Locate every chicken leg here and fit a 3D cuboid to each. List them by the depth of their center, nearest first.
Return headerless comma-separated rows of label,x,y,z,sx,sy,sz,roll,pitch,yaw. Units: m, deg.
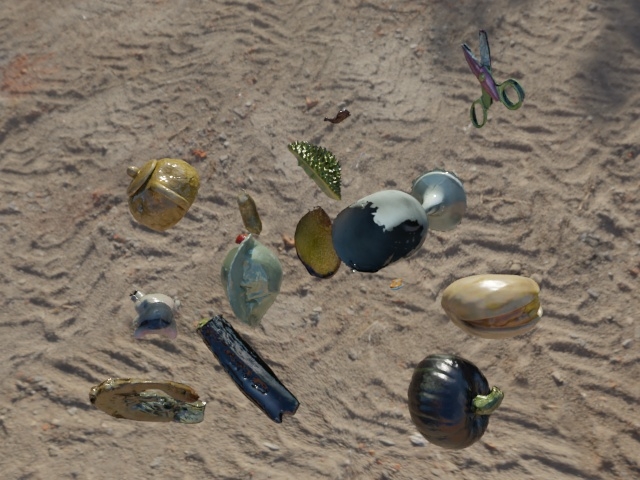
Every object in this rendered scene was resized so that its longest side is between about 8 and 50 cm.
chicken leg,0.050,-0.347,1.156,0.083,0.036,0.021,-11,63,36

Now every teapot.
teapot,-0.432,-0.138,1.074,0.203,0.167,0.311,-56,34,-6

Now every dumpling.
dumpling,-0.263,0.158,1.474,0.212,0.320,0.269,2,50,50

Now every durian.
durian,-0.031,-0.319,1.768,0.159,0.169,0.351,-19,56,-37

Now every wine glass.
wine glass,0.159,-0.041,0.776,0.143,0.143,0.321,40,41,22

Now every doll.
doll,-0.481,0.213,1.188,0.150,0.095,0.192,12,17,-28

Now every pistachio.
pistachio,0.555,0.208,1.344,0.309,0.230,0.229,-10,60,23

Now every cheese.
cheese,0.247,0.141,1.319,0.047,0.111,0.017,-9,98,17

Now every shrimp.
shrimp,-0.317,0.310,0.801,0.173,0.253,0.058,-38,44,30

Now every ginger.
ginger,-0.276,-0.110,1.575,0.069,0.189,0.095,-22,20,-19

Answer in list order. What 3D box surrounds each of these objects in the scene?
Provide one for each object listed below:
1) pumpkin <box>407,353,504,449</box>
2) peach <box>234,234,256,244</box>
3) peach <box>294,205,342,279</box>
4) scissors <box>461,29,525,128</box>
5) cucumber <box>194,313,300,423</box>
pumpkin,0.437,0.514,1.288,0.297,0.295,0.295,-2,62,3
peach,-0.302,0.001,1.663,0.084,0.077,0.050,15,98,17
peach,0.002,0.000,1.349,0.189,0.278,0.068,21,36,21
scissors,0.348,-0.343,0.855,0.020,0.134,0.187,-16,87,-28
cucumber,-0.074,0.118,0.386,0.033,0.034,0.135,-33,63,-30
